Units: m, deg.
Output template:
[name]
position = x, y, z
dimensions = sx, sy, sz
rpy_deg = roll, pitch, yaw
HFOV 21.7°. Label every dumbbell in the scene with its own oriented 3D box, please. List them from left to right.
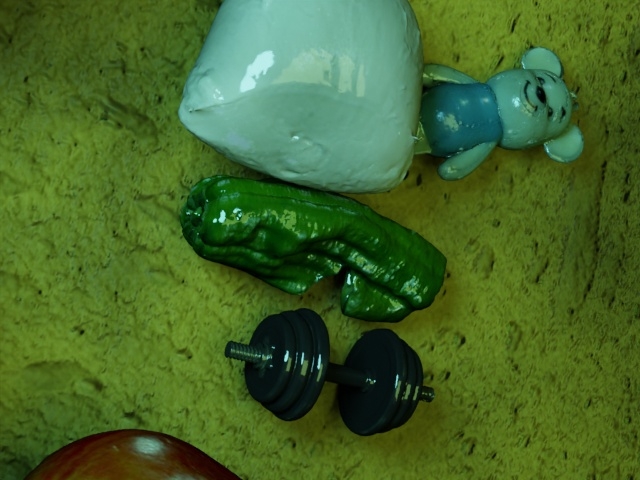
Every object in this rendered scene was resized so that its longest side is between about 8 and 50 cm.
[dumbbell]
position = 0.011, 0.114, 1.442
dimensions = 0.208, 0.099, 0.099
rpy_deg = 15, 88, -29

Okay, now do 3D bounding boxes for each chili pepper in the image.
[chili pepper]
position = -0.001, 0.001, 1.428
dimensions = 0.253, 0.083, 0.099
rpy_deg = 20, 124, -30

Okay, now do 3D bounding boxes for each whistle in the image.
[whistle]
position = 0.133, -0.112, 1.499
dimensions = 0.235, 0.077, 0.114
rpy_deg = -10, 81, -24

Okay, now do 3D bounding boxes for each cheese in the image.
[cheese]
position = -0.005, -0.147, 1.367
dimensions = 0.198, 0.154, 0.189
rpy_deg = 20, 60, -22

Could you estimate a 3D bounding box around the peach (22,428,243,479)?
[peach]
position = -0.132, 0.268, 1.308
dimensions = 0.274, 0.248, 0.245
rpy_deg = 3, 64, -57
